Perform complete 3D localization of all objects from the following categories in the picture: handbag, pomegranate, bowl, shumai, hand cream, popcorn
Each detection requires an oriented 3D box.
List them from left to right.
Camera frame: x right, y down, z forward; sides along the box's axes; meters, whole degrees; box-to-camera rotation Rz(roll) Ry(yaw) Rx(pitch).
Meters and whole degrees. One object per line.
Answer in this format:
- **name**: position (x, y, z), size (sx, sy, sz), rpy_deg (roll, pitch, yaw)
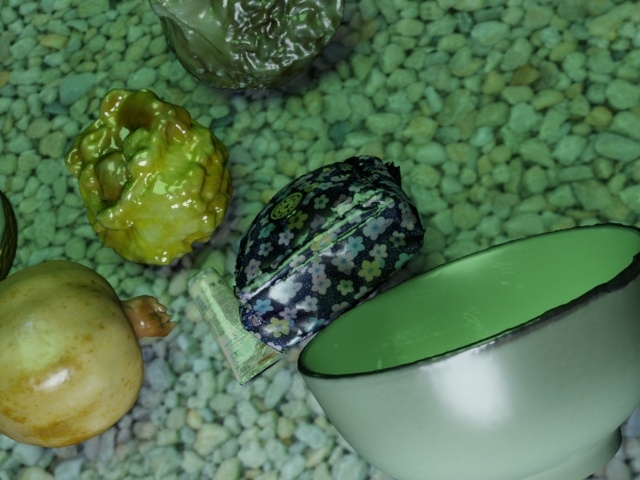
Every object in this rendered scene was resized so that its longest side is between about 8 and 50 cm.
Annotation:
- **pomegranate**: position (-0.286, 0.121, 1.922), size (0.207, 0.207, 0.207), rpy_deg (-10, 59, 17)
- **popcorn**: position (-0.192, -0.070, 2.020), size (0.197, 0.155, 0.198), rpy_deg (-5, 73, 16)
- **shumai**: position (-0.114, -0.292, 2.047), size (0.256, 0.218, 0.189), rpy_deg (-32, 50, 34)
- **hand cream**: position (-0.097, 0.090, 1.964), size (0.061, 0.039, 0.143), rpy_deg (-32, 63, -7)
- **handbag**: position (0.000, 0.000, 1.881), size (0.228, 0.127, 0.208), rpy_deg (-38, 20, 3)
- **bowl**: position (0.174, 0.133, 1.691), size (0.353, 0.354, 0.185), rpy_deg (-20, 100, 11)

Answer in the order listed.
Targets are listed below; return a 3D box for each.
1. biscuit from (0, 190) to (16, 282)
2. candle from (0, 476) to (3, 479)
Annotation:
- **biscuit**: position (-0.455, 0.003, 2.150), size (0.181, 0.049, 0.208), rpy_deg (-20, 55, 12)
- **candle**: position (-0.495, 0.192, 1.982), size (0.330, 0.187, 0.187), rpy_deg (12, 67, 25)
